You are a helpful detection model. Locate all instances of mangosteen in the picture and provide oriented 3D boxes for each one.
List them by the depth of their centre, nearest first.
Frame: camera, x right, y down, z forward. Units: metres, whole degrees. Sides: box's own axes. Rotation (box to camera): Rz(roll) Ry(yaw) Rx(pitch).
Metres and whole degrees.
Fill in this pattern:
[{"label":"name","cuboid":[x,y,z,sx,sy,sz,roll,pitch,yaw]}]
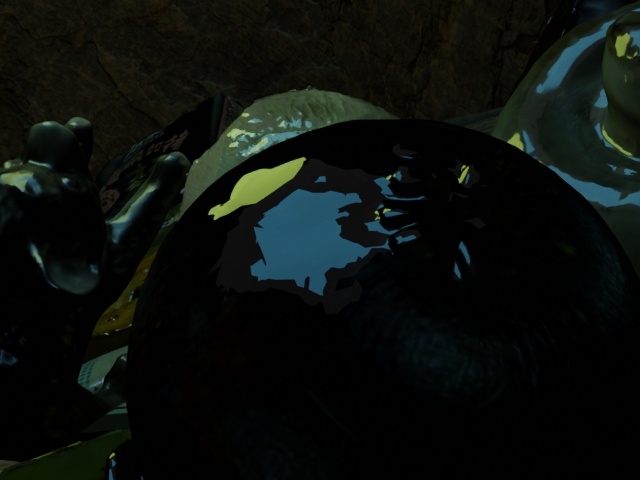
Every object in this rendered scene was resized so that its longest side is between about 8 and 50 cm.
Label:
[{"label":"mangosteen","cuboid":[0.037,0.090,0.969,0.330,0.330,0.330,-17,7,2]}]

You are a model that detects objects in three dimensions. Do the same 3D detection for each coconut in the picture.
[{"label":"coconut","cuboid":[0.000,0.000,1.668,0.297,0.297,0.254,-17,5,6]}]

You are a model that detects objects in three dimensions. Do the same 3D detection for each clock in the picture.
[{"label":"clock","cuboid":[-0.266,0.228,1.455,0.277,0.071,0.293,-19,-4,-23]}]

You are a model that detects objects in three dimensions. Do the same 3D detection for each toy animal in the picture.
[{"label":"toy animal","cuboid":[-0.274,0.057,1.629,0.194,0.344,0.302,16,15,20]}]

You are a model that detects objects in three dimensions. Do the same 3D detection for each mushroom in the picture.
[{"label":"mushroom","cuboid":[0.305,-0.087,1.422,0.362,0.294,0.362,-10,39,9]}]

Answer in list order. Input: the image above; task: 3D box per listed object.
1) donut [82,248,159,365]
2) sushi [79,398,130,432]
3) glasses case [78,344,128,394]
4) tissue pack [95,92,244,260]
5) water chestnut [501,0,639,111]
[{"label":"donut","cuboid":[-0.175,0.080,2.042,0.277,0.108,0.277,-26,18,9]},{"label":"sushi","cuboid":[0.039,0.152,1.296,0.373,0.100,0.296,-5,3,7]},{"label":"glasses case","cuboid":[-0.136,0.130,1.860,0.327,0.076,0.125,-19,8,-3]},{"label":"tissue pack","cuboid":[-0.201,-0.057,2.358,0.245,0.123,0.332,-30,21,14]},{"label":"water chestnut","cuboid":[0.345,-0.093,1.747,0.335,0.347,0.335,-55,-9,-13]}]
